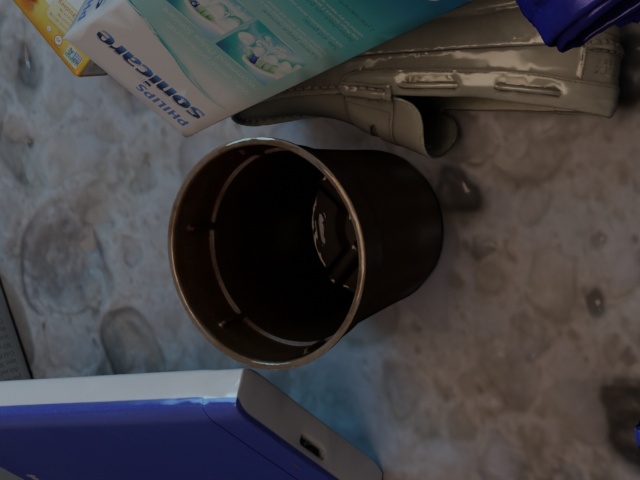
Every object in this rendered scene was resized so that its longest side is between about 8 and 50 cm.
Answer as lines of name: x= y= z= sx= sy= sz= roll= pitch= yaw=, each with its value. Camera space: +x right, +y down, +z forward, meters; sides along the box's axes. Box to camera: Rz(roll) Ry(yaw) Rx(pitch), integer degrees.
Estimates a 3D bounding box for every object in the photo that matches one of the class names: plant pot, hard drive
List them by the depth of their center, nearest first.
plant pot: x=0.000 y=0.000 z=1.080 sx=0.167 sy=0.165 sz=0.167 roll=5 pitch=99 yaw=30
hard drive: x=-0.138 y=0.168 z=1.178 sx=0.318 sy=0.210 sz=0.040 roll=-6 pitch=58 yaw=32

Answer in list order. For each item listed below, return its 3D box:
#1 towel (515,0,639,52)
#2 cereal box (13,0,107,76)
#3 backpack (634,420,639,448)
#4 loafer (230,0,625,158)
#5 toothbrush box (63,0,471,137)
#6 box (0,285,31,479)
towel: x=0.111 y=-0.260 z=0.578 sx=0.227 sy=0.076 sz=0.308 roll=-35 pitch=78 yaw=24
cereal box: x=-0.182 y=-0.283 z=1.218 sx=0.173 sy=0.047 sz=0.240 roll=49 pitch=119 yaw=16
backpack: x=0.294 y=0.184 z=0.957 sx=0.158 sy=0.117 sz=0.173 roll=0 pitch=100 yaw=33
loafer: x=0.064 y=-0.114 z=1.055 sx=0.319 sy=0.112 sz=0.111 roll=-8 pitch=85 yaw=32
toothbrush box: x=-0.012 y=-0.223 z=0.977 sx=0.126 sy=0.216 sz=0.295 roll=39 pitch=145 yaw=-26
box: x=-0.389 y=0.198 z=1.348 sx=0.215 sy=0.168 sz=0.345 roll=-21 pitch=86 yaw=32
